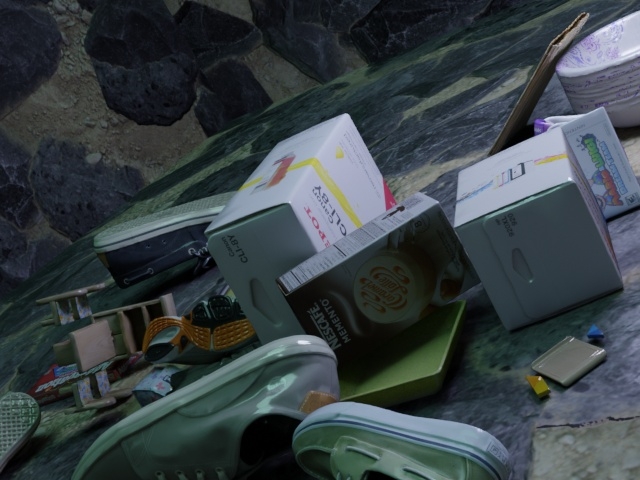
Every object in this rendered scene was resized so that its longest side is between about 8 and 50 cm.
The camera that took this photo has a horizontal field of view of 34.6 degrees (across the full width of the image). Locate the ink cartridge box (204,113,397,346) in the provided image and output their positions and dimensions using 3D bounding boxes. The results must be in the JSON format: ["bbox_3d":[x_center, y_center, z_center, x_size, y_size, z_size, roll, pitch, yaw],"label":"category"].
[{"bbox_3d":[0.000,0.000,1.672,0.160,0.279,0.384,-21,19,25],"label":"ink cartridge box"}]

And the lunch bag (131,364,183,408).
[{"bbox_3d":[-0.272,0.253,1.778,0.083,0.053,0.071,-4,30,38],"label":"lunch bag"}]

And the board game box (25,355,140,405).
[{"bbox_3d":[-0.490,0.273,2.133,0.281,0.027,0.145,-21,20,28],"label":"board game box"}]

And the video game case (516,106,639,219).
[{"bbox_3d":[0.388,-0.100,1.538,0.143,0.157,0.019,-24,-7,17],"label":"video game case"}]

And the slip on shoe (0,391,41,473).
[{"bbox_3d":[-0.636,0.414,1.848,0.331,0.123,0.101,-47,-9,-35],"label":"slip on shoe"}]

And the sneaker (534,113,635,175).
[{"bbox_3d":[0.336,-0.103,1.620,0.282,0.161,0.102,-30,18,3],"label":"sneaker"}]

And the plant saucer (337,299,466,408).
[{"bbox_3d":[0.108,0.168,1.394,0.188,0.045,0.188,-21,18,28],"label":"plant saucer"}]

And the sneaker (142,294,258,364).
[{"bbox_3d":[-0.183,0.163,1.786,0.262,0.121,0.099,-14,66,36],"label":"sneaker"}]

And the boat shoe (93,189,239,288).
[{"bbox_3d":[-0.281,-0.008,2.416,0.500,0.156,0.187,-16,12,4],"label":"boat shoe"}]

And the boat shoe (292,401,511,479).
[{"bbox_3d":[0.065,0.247,1.128,0.302,0.109,0.094,-8,31,47],"label":"boat shoe"}]

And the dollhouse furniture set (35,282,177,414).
[{"bbox_3d":[-0.379,0.181,1.902,0.161,0.212,0.242,-13,2,14],"label":"dollhouse furniture set"}]

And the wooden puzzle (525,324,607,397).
[{"bbox_3d":[0.293,0.144,1.213,0.116,0.014,0.078,-31,21,-6],"label":"wooden puzzle"}]

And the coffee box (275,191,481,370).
[{"bbox_3d":[0.079,0.058,1.444,0.246,0.141,0.098,-32,17,-4],"label":"coffee box"}]

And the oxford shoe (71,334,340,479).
[{"bbox_3d":[-0.159,0.278,1.355,0.449,0.169,0.130,-31,58,21],"label":"oxford shoe"}]

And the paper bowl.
[{"bbox_3d":[0.580,-0.308,1.839,0.284,0.148,0.284,-27,16,8],"label":"paper bowl"}]

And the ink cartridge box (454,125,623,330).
[{"bbox_3d":[0.297,-0.020,1.415,0.168,0.171,0.232,-24,18,18],"label":"ink cartridge box"}]

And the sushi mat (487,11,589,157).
[{"bbox_3d":[0.420,-0.296,1.994,0.151,0.019,0.316,-44,-15,-37],"label":"sushi mat"}]

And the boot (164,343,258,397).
[{"bbox_3d":[-0.152,0.233,1.592,0.161,0.083,0.246,-23,18,1],"label":"boot"}]

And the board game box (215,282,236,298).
[{"bbox_3d":[-0.120,0.098,1.998,0.208,0.056,0.347,-13,22,34],"label":"board game box"}]
